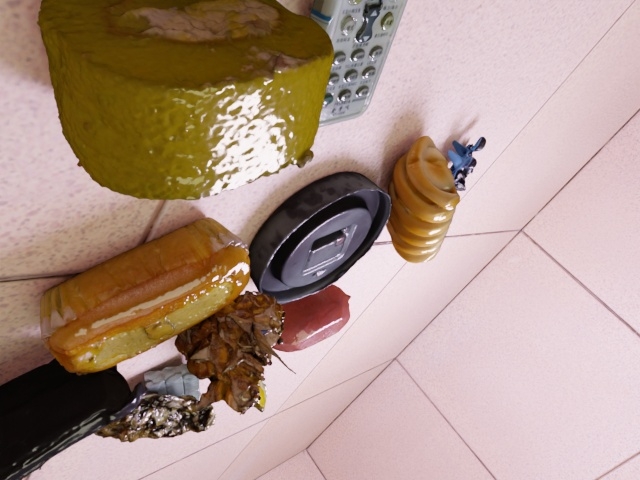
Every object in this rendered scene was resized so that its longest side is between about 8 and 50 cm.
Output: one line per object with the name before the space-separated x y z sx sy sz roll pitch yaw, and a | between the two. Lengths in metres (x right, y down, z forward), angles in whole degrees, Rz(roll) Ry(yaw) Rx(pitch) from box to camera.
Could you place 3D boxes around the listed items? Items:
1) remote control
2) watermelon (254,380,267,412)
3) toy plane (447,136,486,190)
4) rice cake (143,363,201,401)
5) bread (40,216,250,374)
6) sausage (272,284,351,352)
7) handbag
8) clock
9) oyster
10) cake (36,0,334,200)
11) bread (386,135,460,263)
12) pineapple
remote control | 0.045 -0.285 0.565 0.128 0.065 0.335 -21 149 -32
watermelon | -0.203 0.299 1.100 0.123 0.129 0.301 -31 137 -6
toy plane | 0.307 -0.138 1.157 0.169 0.078 0.246 -57 172 -37
rice cake | -0.330 0.340 1.084 0.124 0.038 0.211 -8 146 -25
bread | -0.247 0.076 0.700 0.288 0.119 0.152 -28 149 -24
sausage | -0.033 0.182 1.151 0.255 0.148 0.148 -25 151 -34
handbag | -0.427 0.265 0.685 0.332 0.192 0.074 -28 122 -23
clock | 0.000 0.000 0.972 0.325 0.067 0.325 -31 154 -17
oyster | -0.364 0.384 1.022 0.223 0.083 0.214 -33 144 31
cake | -0.105 -0.144 0.455 0.261 0.179 0.156 -22 150 -32
bread | 0.207 -0.063 1.041 0.121 0.172 0.311 -13 150 -5
pineapple | -0.156 0.145 0.818 0.158 0.161 0.334 -44 -163 8
